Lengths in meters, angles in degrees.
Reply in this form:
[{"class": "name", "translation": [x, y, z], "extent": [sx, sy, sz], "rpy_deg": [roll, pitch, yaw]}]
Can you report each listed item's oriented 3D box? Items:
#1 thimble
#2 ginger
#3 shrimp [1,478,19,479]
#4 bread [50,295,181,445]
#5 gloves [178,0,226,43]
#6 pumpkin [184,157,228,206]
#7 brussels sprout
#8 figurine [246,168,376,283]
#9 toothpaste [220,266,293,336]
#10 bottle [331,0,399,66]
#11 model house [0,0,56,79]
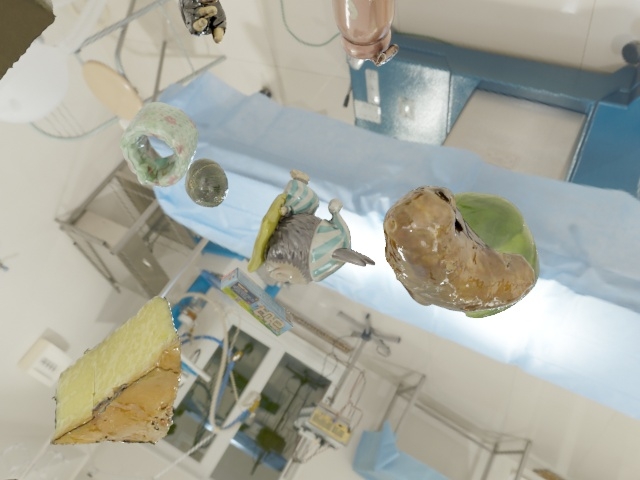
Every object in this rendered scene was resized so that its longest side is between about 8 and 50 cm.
[{"class": "thimble", "translation": [-0.436, -0.253, 1.461], "extent": [0.186, 0.149, 0.211], "rpy_deg": [20, 129, -12]}, {"class": "ginger", "translation": [0.211, 0.029, 0.887], "extent": [0.172, 0.165, 0.321], "rpy_deg": [-31, 135, 33]}, {"class": "shrimp", "translation": [-0.423, 0.433, 0.811], "extent": [0.190, 0.042, 0.101], "rpy_deg": [40, 177, 7]}, {"class": "bread", "translation": [-0.465, 0.293, 1.210], "extent": [0.248, 0.279, 0.315], "rpy_deg": [-120, 34, -54]}, {"class": "gloves", "translation": [-0.297, -0.579, 1.353], "extent": [0.124, 0.203, 0.164], "rpy_deg": [-25, 121, 17]}, {"class": "pumpkin", "translation": [-0.427, -0.213, 2.023], "extent": [0.146, 0.190, 0.190], "rpy_deg": [4, 169, -32]}, {"class": "brussels sprout", "translation": [0.436, 0.022, 1.509], "extent": [0.276, 0.315, 0.371], "rpy_deg": [19, -149, -49]}, {"class": "figurine", "translation": [0.000, 0.000, 1.736], "extent": [0.378, 0.361, 0.266], "rpy_deg": [24, 145, 0]}, {"class": "toothpaste", "translation": [-0.147, 0.145, 1.203], "extent": [0.070, 0.044, 0.193], "rpy_deg": [-33, 122, 16]}, {"class": "bottle", "translation": [0.123, -0.613, 1.415], "extent": [0.206, 0.173, 0.296], "rpy_deg": [47, 163, 27]}, {"class": "model house", "translation": [-0.351, -0.195, 0.341], "extent": [0.204, 0.211, 0.243], "rpy_deg": [47, -176, 35]}]
